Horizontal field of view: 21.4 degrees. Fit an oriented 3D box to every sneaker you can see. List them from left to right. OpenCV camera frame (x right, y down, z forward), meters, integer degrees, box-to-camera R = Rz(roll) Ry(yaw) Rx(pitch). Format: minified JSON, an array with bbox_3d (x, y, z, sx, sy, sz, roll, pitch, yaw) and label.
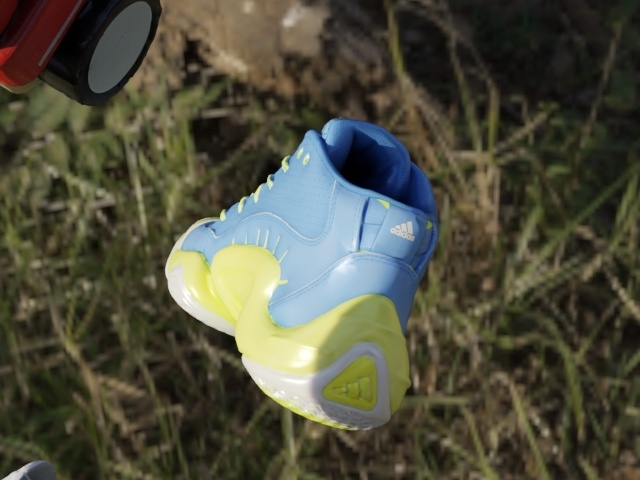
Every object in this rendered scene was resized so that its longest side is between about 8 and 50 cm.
[{"bbox_3d":[-0.345,0.275,1.799,0.061,0.053,0.152,11,31,37],"label":"sneaker"},{"bbox_3d":[0.000,0.000,0.813,0.091,0.126,0.240,21,7,-25],"label":"sneaker"}]

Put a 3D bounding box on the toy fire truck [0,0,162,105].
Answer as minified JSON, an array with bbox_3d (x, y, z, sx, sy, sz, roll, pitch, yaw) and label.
[{"bbox_3d":[-0.094,-0.172,0.608,0.158,0.246,0.217,31,87,15],"label":"toy fire truck"}]
